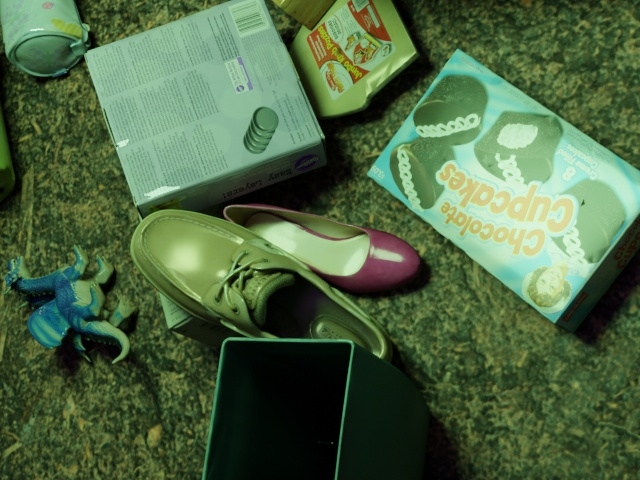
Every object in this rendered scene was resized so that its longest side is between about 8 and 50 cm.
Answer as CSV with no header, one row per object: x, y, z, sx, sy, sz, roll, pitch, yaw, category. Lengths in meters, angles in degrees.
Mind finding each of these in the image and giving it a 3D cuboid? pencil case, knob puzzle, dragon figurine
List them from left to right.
-0.422,-0.380,2.109,0.124,0.113,0.273,-21,63,11,pencil case
-0.331,0.106,1.893,0.144,0.085,0.289,-46,50,14,dragon figurine
0.029,-0.231,1.806,0.213,0.030,0.213,-17,60,33,knob puzzle

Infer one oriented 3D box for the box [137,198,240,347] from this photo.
-0.159,-0.009,1.808,0.094,0.113,0.275,-30,61,21,box

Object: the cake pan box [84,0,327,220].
-0.148,-0.172,1.780,0.245,0.070,0.267,-20,61,-5,cake pan box

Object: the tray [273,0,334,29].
0.048,-0.494,1.847,0.411,0.076,0.203,-49,47,8,tray

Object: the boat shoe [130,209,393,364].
-0.067,0.055,1.633,0.341,0.110,0.122,26,79,6,boat shoe

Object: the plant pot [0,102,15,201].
-0.569,-0.168,2.062,0.276,0.276,0.254,-29,72,22,plant pot

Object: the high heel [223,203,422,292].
0.000,0.000,1.693,0.244,0.117,0.082,17,81,37,high heel

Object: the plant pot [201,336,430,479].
0.015,0.211,1.537,0.165,0.234,0.166,-1,74,33,plant pot

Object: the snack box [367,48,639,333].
0.219,-0.061,1.606,0.322,0.060,0.187,40,98,36,snack box
